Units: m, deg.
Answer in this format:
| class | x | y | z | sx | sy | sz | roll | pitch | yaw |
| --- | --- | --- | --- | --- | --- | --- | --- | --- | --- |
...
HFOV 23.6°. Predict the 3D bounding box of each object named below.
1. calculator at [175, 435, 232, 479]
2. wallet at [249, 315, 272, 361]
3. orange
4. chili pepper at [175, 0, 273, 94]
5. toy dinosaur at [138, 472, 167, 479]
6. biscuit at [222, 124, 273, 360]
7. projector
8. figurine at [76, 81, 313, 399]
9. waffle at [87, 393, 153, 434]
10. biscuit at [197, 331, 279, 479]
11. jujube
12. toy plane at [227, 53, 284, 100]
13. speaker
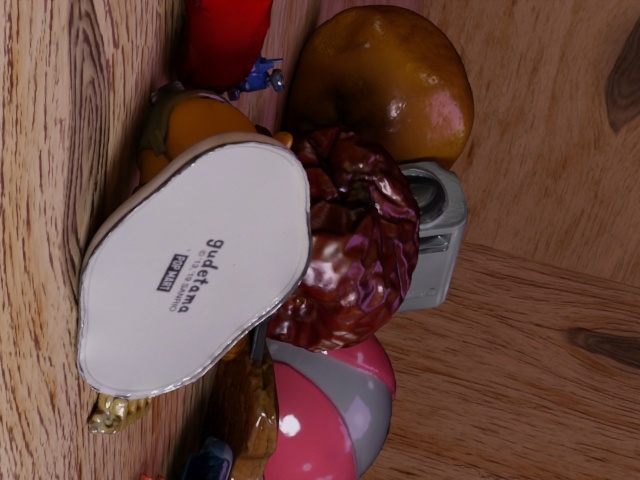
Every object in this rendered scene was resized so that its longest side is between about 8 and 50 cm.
| class | x | y | z | sx | sy | sz | roll | pitch | yaw |
| --- | --- | --- | --- | --- | --- | --- | --- | --- | --- |
| calculator | -0.162 | 0.354 | 1.678 | 0.173 | 0.051 | 0.293 | 123 | -14 | -65 |
| wallet | -0.045 | 0.030 | 1.338 | 0.082 | 0.018 | 0.156 | -91 | -170 | -56 |
| orange | 0.068 | -0.156 | 1.864 | 0.183 | 0.249 | 0.249 | -48 | 158 | -41 |
| chili pepper | -0.045 | -0.241 | 1.077 | 0.110 | 0.110 | 0.387 | -68 | 177 | -49 |
| toy dinosaur | -0.170 | 0.285 | 1.539 | 0.279 | 0.055 | 0.101 | 94 | 22 | -72 |
| biscuit | -0.082 | -0.003 | 1.355 | 0.220 | 0.066 | 0.220 | -169 | -90 | -83 |
| projector | 0.039 | 0.005 | 1.840 | 0.198 | 0.251 | 0.108 | 95 | -15 | -59 |
| figurine | -0.113 | -0.016 | 1.130 | 0.250 | 0.167 | 0.141 | -51 | -136 | 24 |
| waffle | -0.148 | 0.059 | 1.264 | 0.125 | 0.032 | 0.191 | -17 | 120 | -79 |
| biscuit | -0.087 | 0.261 | 1.775 | 0.262 | 0.052 | 0.277 | -123 | -137 | -63 |
| jujube | 0.000 | 0.000 | 1.610 | 0.213 | 0.213 | 0.232 | 99 | 7 | -48 |
| toy plane | -0.061 | -0.163 | 1.418 | 0.167 | 0.054 | 0.062 | -8 | 88 | -84 |
| speaker | -0.039 | 0.228 | 2.053 | 0.294 | 0.294 | 0.294 | 15 | 90 | -85 |
